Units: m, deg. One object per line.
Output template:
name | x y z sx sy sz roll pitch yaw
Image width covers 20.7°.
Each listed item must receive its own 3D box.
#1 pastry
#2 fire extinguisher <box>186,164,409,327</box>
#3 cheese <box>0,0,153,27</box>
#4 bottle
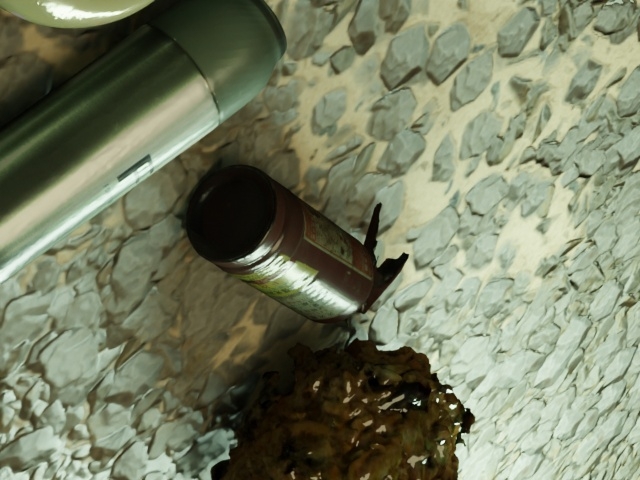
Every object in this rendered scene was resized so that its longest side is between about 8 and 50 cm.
pastry | 0.030 0.210 1.438 0.275 0.193 0.274 -29 139 -29
fire extinguisher | 0.004 0.006 1.320 0.106 0.075 0.252 -54 146 2
cheese | -0.109 -0.179 1.017 0.163 0.071 0.249 -56 152 -2
bottle | -0.134 -0.067 1.092 0.254 0.079 0.096 -39 -178 -18
